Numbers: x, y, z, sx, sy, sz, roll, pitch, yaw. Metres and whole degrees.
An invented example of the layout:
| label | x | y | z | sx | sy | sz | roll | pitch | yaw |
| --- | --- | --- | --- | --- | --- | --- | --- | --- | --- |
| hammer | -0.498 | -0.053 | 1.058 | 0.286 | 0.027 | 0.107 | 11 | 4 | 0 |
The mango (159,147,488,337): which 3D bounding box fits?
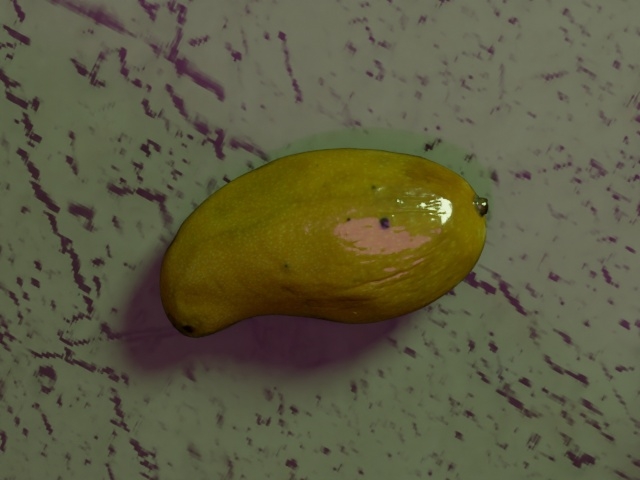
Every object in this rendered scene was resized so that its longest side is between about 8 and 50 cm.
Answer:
| label | x | y | z | sx | sy | sz | roll | pitch | yaw |
| --- | --- | --- | --- | --- | --- | --- | --- | --- | --- |
| mango | 0.000 | 0.000 | 1.047 | 0.190 | 0.075 | 0.098 | -11 | 95 | 17 |
